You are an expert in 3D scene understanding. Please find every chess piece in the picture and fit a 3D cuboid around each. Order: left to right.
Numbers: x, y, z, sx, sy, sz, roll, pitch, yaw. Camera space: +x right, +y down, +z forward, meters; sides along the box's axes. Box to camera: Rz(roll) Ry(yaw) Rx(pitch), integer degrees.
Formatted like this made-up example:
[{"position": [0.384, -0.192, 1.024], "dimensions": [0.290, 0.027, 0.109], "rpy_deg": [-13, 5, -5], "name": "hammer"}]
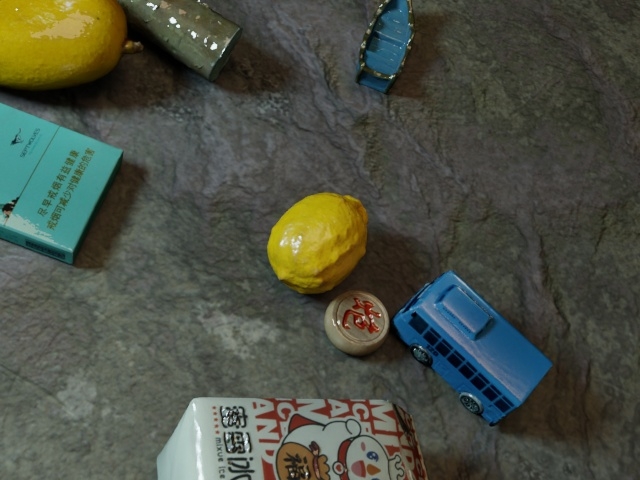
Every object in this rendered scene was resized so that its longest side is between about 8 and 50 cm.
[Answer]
[{"position": [0.045, 0.103, 1.061], "dimensions": [0.083, 0.038, 0.084], "rpy_deg": [9, 59, -15], "name": "chess piece"}]

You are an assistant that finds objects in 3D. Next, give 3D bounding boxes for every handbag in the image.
[{"position": [-0.009, 0.266, 0.875], "dimensions": [0.298, 0.151, 0.171], "rpy_deg": [7, 51, -25], "name": "handbag"}]

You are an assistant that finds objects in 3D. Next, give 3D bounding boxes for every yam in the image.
[{"position": [-0.231, -0.323, 1.177], "dimensions": [0.259, 0.093, 0.093], "rpy_deg": [34, 57, 3], "name": "yam"}]

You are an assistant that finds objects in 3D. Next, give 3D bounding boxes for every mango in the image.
[{"position": [-0.386, -0.275, 1.087], "dimensions": [0.316, 0.119, 0.177], "rpy_deg": [4, 62, -8], "name": "mango"}]

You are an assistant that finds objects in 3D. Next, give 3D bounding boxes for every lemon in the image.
[{"position": [0.000, 0.000, 1.057], "dimensions": [0.114, 0.114, 0.155], "rpy_deg": [40, 62, 6], "name": "lemon"}]

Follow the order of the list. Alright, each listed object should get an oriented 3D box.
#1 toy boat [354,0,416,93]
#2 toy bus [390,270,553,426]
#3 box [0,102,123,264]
[{"position": [0.106, -0.311, 1.287], "dimensions": [0.075, 0.077, 0.186], "rpy_deg": [23, 58, -4], "name": "toy boat"}, {"position": [0.184, 0.128, 1.052], "dimensions": [0.184, 0.106, 0.090], "rpy_deg": [43, 61, 8], "name": "toy bus"}, {"position": [-0.376, -0.083, 1.026], "dimensions": [0.229, 0.041, 0.162], "rpy_deg": [21, 57, -6], "name": "box"}]
